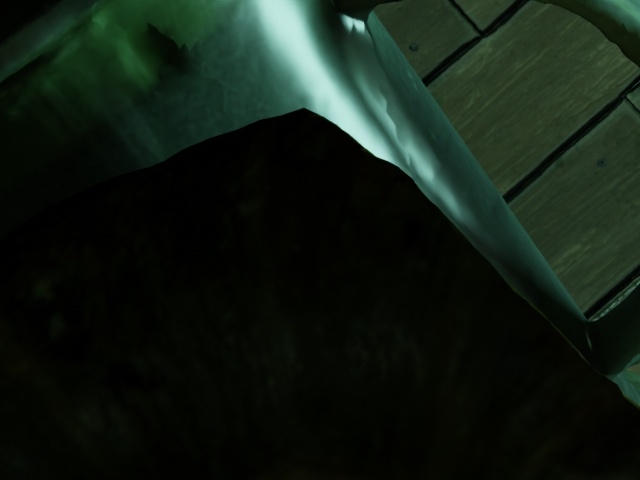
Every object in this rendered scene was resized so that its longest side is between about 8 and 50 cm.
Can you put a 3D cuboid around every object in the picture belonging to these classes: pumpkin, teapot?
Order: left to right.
[{"bbox_3d":[0.000,0.000,0.610,0.337,0.270,0.200,52,24,-24],"label":"teapot"},{"bbox_3d":[0.041,0.110,0.419,0.317,0.139,0.222,42,-6,33],"label":"pumpkin"}]
